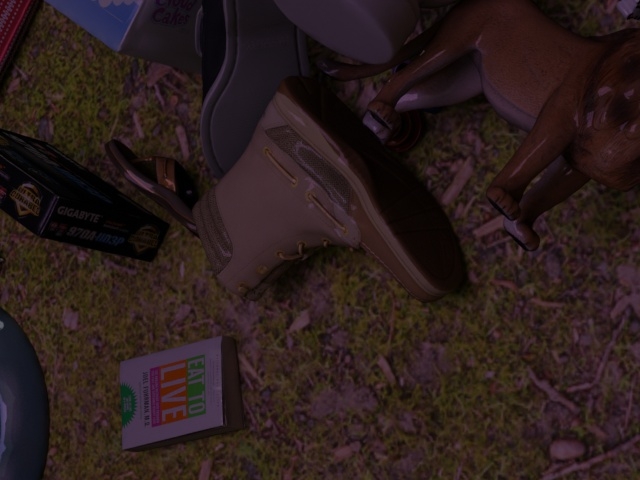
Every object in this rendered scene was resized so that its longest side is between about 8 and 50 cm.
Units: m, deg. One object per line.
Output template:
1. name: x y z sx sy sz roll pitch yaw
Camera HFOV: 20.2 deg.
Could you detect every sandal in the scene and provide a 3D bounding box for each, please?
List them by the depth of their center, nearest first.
1. sandal: -0.153 -0.055 1.866 0.180 0.072 0.049 39 91 33

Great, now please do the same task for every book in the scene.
1. book: -0.146 0.158 1.851 0.144 0.035 0.096 -17 69 35

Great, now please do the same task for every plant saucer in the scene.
1. plant saucer: -0.437 0.218 2.050 0.317 0.043 0.318 -6 81 36

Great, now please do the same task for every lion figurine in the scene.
1. lion figurine: 0.188 -0.139 1.558 0.240 0.142 0.392 -47 55 -4

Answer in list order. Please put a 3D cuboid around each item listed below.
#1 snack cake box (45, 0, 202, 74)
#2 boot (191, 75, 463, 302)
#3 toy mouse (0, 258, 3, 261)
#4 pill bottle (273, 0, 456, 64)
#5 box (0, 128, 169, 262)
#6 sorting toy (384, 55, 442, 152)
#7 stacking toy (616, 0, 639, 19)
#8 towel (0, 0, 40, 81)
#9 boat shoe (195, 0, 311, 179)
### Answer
1. snack cake box: -0.223 -0.277 1.894 0.264 0.152 0.089 36 104 34
2. boot: 0.000 0.000 1.726 0.262 0.095 0.203 49 121 15
3. toy mouse: -0.419 0.033 2.059 0.161 0.031 0.143 -25 40 21
4. pill bottle: 0.089 -0.319 1.588 0.176 0.176 0.319 20 72 37
5. box: -0.293 -0.057 1.899 0.220 0.175 0.051 33 100 36
6. sorting toy: 0.081 -0.135 1.716 0.061 0.042 0.102 10 89 37
7. stacking toy: 0.301 -0.317 1.573 0.221 0.052 0.167 -46 60 22
8. towel: -0.444 -0.284 2.138 0.275 0.031 0.199 34 101 33
9. boat shoe: -0.065 -0.191 1.752 0.091 0.114 0.303 -110 25 -45
